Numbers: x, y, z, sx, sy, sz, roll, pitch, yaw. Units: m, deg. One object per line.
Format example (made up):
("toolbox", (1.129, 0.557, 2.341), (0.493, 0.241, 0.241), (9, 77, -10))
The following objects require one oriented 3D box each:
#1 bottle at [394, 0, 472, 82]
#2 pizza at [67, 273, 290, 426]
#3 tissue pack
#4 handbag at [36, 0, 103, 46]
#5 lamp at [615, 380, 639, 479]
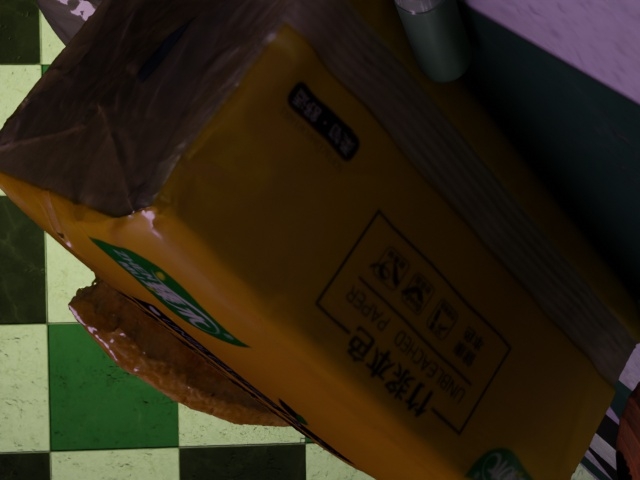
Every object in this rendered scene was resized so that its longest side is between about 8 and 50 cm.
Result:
("bottle", (0.057, -0.113, 0.538), (0.030, 0.030, 0.083), (43, 177, 26))
("pizza", (-0.096, 0.026, 0.950), (0.280, 0.075, 0.288), (41, -142, -35))
("tissue pack", (0.000, 0.000, 0.729), (0.382, 0.228, 0.293), (45, 165, -32))
("handbag", (-0.112, -0.173, 0.956), (0.315, 0.109, 0.253), (21, 172, 7))
("lamp", (0.224, 0.117, 0.554), (0.136, 0.136, 0.136), (44, 178, 2))
